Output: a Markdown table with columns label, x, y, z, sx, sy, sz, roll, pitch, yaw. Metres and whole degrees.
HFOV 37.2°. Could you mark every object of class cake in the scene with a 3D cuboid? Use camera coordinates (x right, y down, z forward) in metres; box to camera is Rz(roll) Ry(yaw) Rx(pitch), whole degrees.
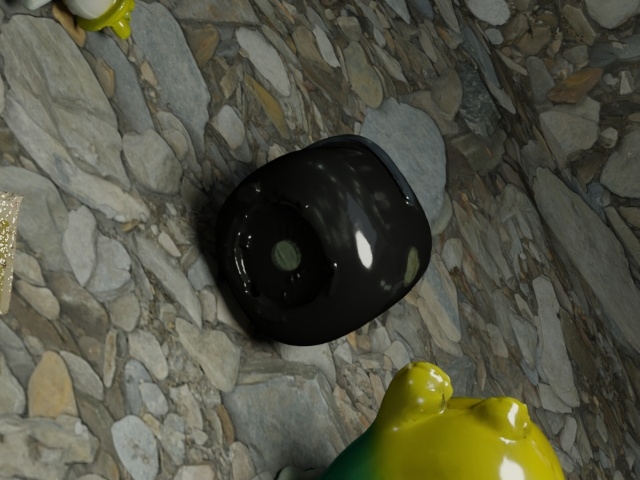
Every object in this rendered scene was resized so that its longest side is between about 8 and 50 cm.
| label | x | y | z | sx | sy | sz | roll | pitch | yaw |
| --- | --- | --- | --- | --- | --- | --- | --- | --- | --- |
| cake | -0.320 | 0.010 | 0.918 | 0.052 | 0.065 | 0.121 | 9 | 66 | -51 |

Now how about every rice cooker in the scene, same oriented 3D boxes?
| label | x | y | z | sx | sy | sz | roll | pitch | yaw |
| --- | --- | --- | --- | --- | --- | --- | --- | --- | --- |
| rice cooker | 0.000 | 0.000 | 1.229 | 0.224 | 0.267 | 0.267 | -17 | 81 | -57 |

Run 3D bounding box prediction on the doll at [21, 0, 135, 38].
| label | x | y | z | sx | sy | sz | roll | pitch | yaw |
| --- | --- | --- | --- | --- | --- | --- | --- | --- | --- |
| doll | -0.317 | -0.328 | 1.150 | 0.241 | 0.099 | 0.135 | 31 | 19 | -44 |

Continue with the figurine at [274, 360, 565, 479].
| label | x | y | z | sx | sy | sz | roll | pitch | yaw |
| --- | --- | --- | --- | --- | --- | --- | --- | --- | --- |
| figurine | 0.116 | 0.304 | 1.063 | 0.324 | 0.340 | 0.231 | 59 | 30 | -3 |
